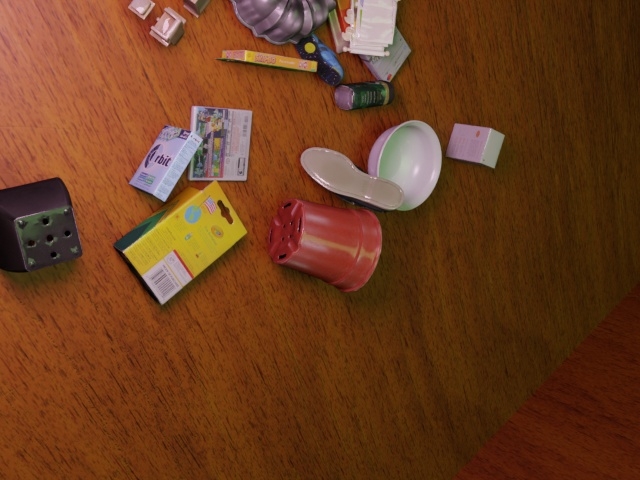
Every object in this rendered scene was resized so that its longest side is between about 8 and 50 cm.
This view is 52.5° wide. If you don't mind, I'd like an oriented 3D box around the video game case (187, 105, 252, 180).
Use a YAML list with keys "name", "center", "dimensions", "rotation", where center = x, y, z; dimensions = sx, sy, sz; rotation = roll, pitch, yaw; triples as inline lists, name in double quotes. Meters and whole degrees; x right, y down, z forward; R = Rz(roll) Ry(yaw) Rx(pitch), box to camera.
- name: "video game case"
  center: [-0.280, -0.267, 1.811]
  dimensions: [0.183, 0.023, 0.201]
  rotation: [-4, 107, -38]

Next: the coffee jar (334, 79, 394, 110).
- name: "coffee jar"
  center: [0.142, -0.458, 2.042]
  dimensions: [0.184, 0.096, 0.079]
  rotation: [-16, 117, -34]

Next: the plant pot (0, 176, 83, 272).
- name: "plant pot"
  center: [-0.647, -0.023, 1.496]
  dimensions: [0.187, 0.167, 0.188]
  rotation: [-19, 116, -33]

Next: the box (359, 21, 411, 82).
- name: "box"
  center: [0.200, -0.601, 2.050]
  dimensions: [0.145, 0.038, 0.186]
  rotation: [-56, 141, -2]

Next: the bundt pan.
- name: "bundt pan"
  center: [-0.085, -0.697, 1.730]
  dimensions: [0.330, 0.124, 0.331]
  rotation: [-4, 99, -31]

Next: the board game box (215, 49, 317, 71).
- name: "board game box"
  center: [-0.148, -0.492, 1.779]
  dimensions: [0.259, 0.124, 0.039]
  rotation: [-6, 106, -38]

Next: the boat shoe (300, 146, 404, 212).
- name: "boat shoe"
  center: [0.091, -0.178, 2.025]
  dimensions: [0.340, 0.113, 0.127]
  rotation: [20, 74, -2]

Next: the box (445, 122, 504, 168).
- name: "box"
  center: [0.561, -0.345, 2.367]
  dimensions: [0.091, 0.170, 0.130]
  rotation: [13, 96, -41]

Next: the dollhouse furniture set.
- name: "dollhouse furniture set"
  center: [-0.420, -0.693, 1.555]
  dimensions: [0.355, 0.174, 0.303]
  rotation: [36, 93, -11]

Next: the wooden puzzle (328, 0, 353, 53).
- name: "wooden puzzle"
  center: [0.109, -0.715, 1.970]
  dimensions: [0.221, 0.044, 0.239]
  rotation: [-32, 122, -28]

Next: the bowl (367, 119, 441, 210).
- name: "bowl"
  center: [0.257, -0.258, 2.173]
  dimensions: [0.298, 0.134, 0.298]
  rotation: [-14, 112, -36]

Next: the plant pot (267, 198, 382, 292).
- name: "plant pot"
  center: [0.000, 0.000, 1.980]
  dimensions: [0.265, 0.272, 0.272]
  rotation: [16, 93, -33]

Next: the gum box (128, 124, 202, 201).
- name: "gum box"
  center: [-0.395, -0.200, 1.649]
  dimensions: [0.041, 0.157, 0.184]
  rotation: [37, 80, -39]

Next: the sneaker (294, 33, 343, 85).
- name: "sneaker"
  center: [-0.005, -0.556, 1.925]
  dimensions: [0.209, 0.069, 0.082]
  rotation: [46, 38, -28]

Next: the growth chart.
- name: "growth chart"
  center: [0.155, -0.668, 1.948]
  dimensions: [0.172, 0.021, 0.237]
  rotation: [10, 94, -15]

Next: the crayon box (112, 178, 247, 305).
- name: "crayon box"
  center: [-0.375, -0.004, 1.777]
  dimensions: [0.318, 0.081, 0.202]
  rotation: [-41, 126, -21]
